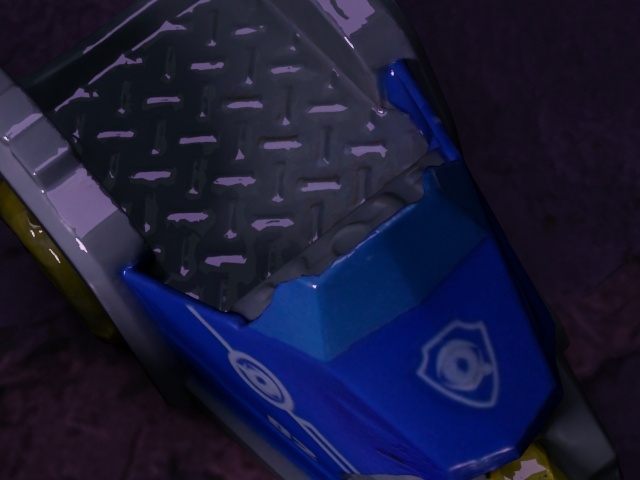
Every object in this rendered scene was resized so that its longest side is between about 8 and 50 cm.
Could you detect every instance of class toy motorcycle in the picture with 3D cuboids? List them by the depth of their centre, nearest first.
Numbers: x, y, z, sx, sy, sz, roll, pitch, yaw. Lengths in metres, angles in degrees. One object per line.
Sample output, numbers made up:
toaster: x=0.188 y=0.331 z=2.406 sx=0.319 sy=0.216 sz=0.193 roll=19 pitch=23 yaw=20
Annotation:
toy motorcycle: x=0.000 y=0.000 z=0.804 sx=0.191 sy=0.200 sz=0.326 roll=-38 pitch=60 yaw=-9
